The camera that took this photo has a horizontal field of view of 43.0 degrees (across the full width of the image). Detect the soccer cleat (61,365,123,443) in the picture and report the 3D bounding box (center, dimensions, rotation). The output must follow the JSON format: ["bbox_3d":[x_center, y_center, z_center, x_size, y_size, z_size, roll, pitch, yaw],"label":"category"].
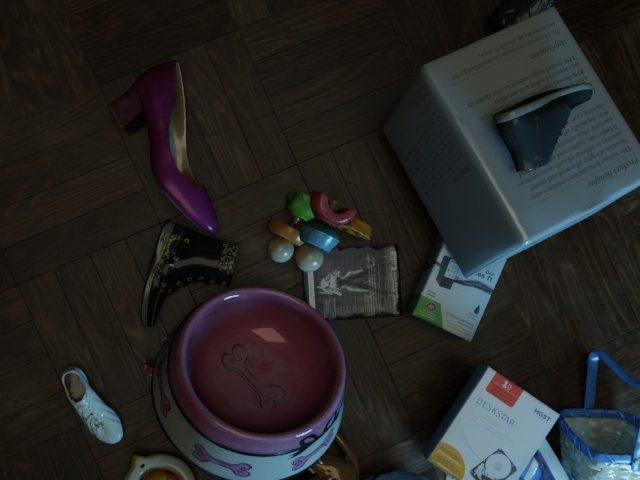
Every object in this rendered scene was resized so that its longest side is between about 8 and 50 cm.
[{"bbox_3d":[-0.493,0.355,1.731,0.068,0.076,0.196,-34,92,-6],"label":"soccer cleat"}]

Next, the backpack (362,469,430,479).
[{"bbox_3d":[0.157,0.671,1.715,0.290,0.273,0.356,9,107,-8],"label":"backpack"}]

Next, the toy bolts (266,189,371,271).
[{"bbox_3d":[0.000,0.000,1.729,0.218,0.228,0.159,26,85,-12],"label":"toy bolts"}]

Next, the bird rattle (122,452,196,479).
[{"bbox_3d":[-0.337,0.559,1.720,0.253,0.143,0.207,11,70,-8],"label":"bird rattle"}]

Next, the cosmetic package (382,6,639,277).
[{"bbox_3d":[0.387,-0.188,1.673,0.329,0.327,0.394,-26,82,-16],"label":"cosmetic package"}]

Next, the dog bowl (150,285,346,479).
[{"bbox_3d":[-0.129,0.270,1.638,0.407,0.150,0.408,8,54,-12],"label":"dog bowl"}]

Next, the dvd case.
[{"bbox_3d":[0.071,0.096,1.830,0.221,0.018,0.165,-3,89,-7],"label":"dvd case"}]

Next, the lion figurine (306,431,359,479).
[{"bbox_3d":[-0.020,0.560,1.733,0.240,0.142,0.392,33,92,10],"label":"lion figurine"}]

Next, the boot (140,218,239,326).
[{"bbox_3d":[-0.284,0.088,1.761,0.178,0.085,0.237,15,86,-7],"label":"boot"}]

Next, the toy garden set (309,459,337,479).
[{"bbox_3d":[-0.044,0.528,1.659,0.204,0.049,0.244,-44,85,-11],"label":"toy garden set"}]

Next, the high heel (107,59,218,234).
[{"bbox_3d":[-0.289,-0.202,1.745,0.181,0.127,0.377,-36,88,4],"label":"high heel"}]

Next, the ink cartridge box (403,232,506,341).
[{"bbox_3d":[0.301,0.101,1.819,0.153,0.087,0.208,25,84,-5],"label":"ink cartridge box"}]

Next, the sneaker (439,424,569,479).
[{"bbox_3d":[0.394,0.501,1.802,0.236,0.130,0.323,-30,94,2],"label":"sneaker"}]

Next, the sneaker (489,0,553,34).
[{"bbox_3d":[0.457,-0.526,1.857,0.130,0.109,0.286,15,84,1],"label":"sneaker"}]

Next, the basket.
[{"bbox_3d":[0.632,0.410,1.765,0.201,0.255,0.289,-2,107,-5],"label":"basket"}]

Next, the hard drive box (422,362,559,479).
[{"bbox_3d":[0.352,0.402,1.695,0.181,0.089,0.232,33,88,3],"label":"hard drive box"}]

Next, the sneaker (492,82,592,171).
[{"bbox_3d":[0.417,-0.208,1.484,0.222,0.083,0.118,-24,101,-22],"label":"sneaker"}]

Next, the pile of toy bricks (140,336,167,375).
[{"bbox_3d":[-0.271,0.278,1.743,0.212,0.105,0.118,26,85,-4],"label":"pile of toy bricks"}]
